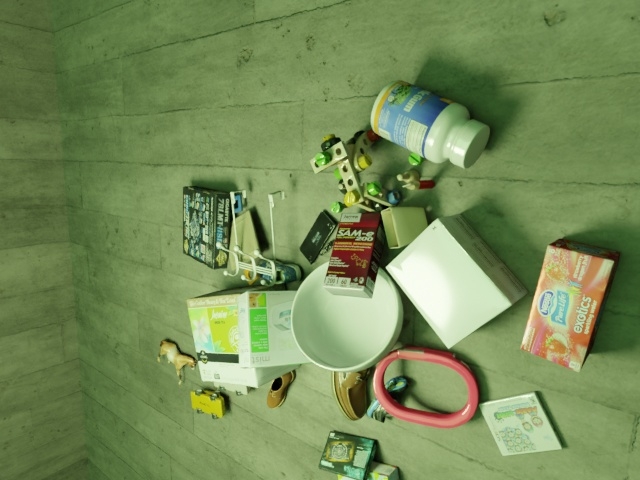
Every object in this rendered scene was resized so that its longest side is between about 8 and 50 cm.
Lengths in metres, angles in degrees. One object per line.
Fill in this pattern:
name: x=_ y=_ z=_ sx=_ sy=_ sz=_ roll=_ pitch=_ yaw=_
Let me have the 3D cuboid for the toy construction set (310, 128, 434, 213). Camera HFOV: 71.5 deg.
toy construction set: x=0.120 y=-0.179 z=1.206 sx=0.309 sy=0.237 sz=0.257 roll=12 pitch=105 yaw=37

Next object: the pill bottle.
pill bottle: x=0.274 y=-0.288 z=1.117 sx=0.272 sy=0.152 sz=0.152 roll=35 pitch=117 yaw=30

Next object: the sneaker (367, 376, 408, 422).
sneaker: x=0.216 y=0.488 z=1.360 sx=0.078 sy=0.067 sz=0.188 roll=33 pitch=117 yaw=7

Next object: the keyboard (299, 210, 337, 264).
keyboard: x=0.000 y=0.000 z=1.474 sx=0.108 sy=0.023 sz=0.180 roll=50 pitch=125 yaw=29

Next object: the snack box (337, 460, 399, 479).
snack box: x=0.161 y=0.812 z=1.444 sx=0.207 sy=0.070 sz=0.174 roll=-8 pitch=92 yaw=39

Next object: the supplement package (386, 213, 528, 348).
supplement package: x=0.340 y=0.099 z=1.132 sx=0.261 sy=0.145 sz=0.204 roll=54 pitch=126 yaw=20

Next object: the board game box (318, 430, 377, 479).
board game box: x=0.088 y=0.708 z=1.462 sx=0.186 sy=0.126 sz=0.026 roll=-8 pitch=135 yaw=41

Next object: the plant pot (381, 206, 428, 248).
plant pot: x=0.234 y=-0.041 z=1.213 sx=0.109 sy=0.096 sz=0.109 roll=156 pitch=103 yaw=-85

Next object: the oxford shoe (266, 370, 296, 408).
oxford shoe: x=-0.167 y=0.560 z=1.669 sx=0.076 sy=0.076 sz=0.212 roll=38 pitch=121 yaw=27

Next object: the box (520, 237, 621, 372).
box: x=0.549 y=0.137 z=0.981 sx=0.128 sy=0.123 sz=0.256 roll=19 pitch=109 yaw=37

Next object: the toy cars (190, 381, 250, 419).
toy cars: x=-0.411 y=0.631 z=1.877 sx=0.176 sy=0.087 sz=0.393 roll=52 pitch=122 yaw=15

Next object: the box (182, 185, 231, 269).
box: x=-0.464 y=-0.059 z=1.781 sx=0.293 sy=0.074 sz=0.295 roll=17 pitch=107 yaw=49

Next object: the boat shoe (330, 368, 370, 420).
boat shoe: x=0.099 y=0.419 z=1.403 sx=0.105 sy=0.111 sz=0.307 roll=-16 pitch=87 yaw=41

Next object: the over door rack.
over door rack: x=-0.251 y=-0.018 z=1.540 sx=0.240 sy=0.108 sz=0.323 roll=9 pitch=96 yaw=43

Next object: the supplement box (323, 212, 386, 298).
supplement box: x=0.104 y=0.039 z=1.278 sx=0.130 sy=0.073 sz=0.239 roll=1 pitch=64 yaw=30

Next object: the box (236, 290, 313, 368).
box: x=-0.124 y=0.282 z=1.422 sx=0.127 sy=0.262 sz=0.230 roll=147 pitch=123 yaw=-60

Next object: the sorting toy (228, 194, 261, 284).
sorting toy: x=-0.292 y=0.002 z=1.687 sx=0.196 sy=0.047 sz=0.347 roll=-29 pitch=71 yaw=40

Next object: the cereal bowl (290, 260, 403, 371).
cereal bowl: x=0.089 y=0.228 z=1.319 sx=0.339 sy=0.141 sz=0.338 roll=-12 pitch=59 yaw=22

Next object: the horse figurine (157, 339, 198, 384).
horse figurine: x=-0.696 y=0.556 z=2.107 sx=0.263 sy=0.066 sz=0.174 roll=38 pitch=125 yaw=26

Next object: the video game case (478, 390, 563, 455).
video game case: x=0.508 y=0.471 z=1.137 sx=0.157 sy=0.019 sz=0.143 roll=-31 pitch=78 yaw=38

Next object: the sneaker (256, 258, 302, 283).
sneaker: x=-0.164 y=0.113 z=1.588 sx=0.211 sy=0.081 sz=0.080 roll=-2 pitch=98 yaw=41

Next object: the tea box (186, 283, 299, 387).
tea box: x=-0.287 y=0.337 z=1.635 sx=0.329 sy=0.220 sz=0.323 roll=-12 pitch=89 yaw=40

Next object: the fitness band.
fitness band: x=0.292 y=0.410 z=1.247 sx=0.291 sy=0.054 sz=0.208 roll=4 pitch=95 yaw=23
